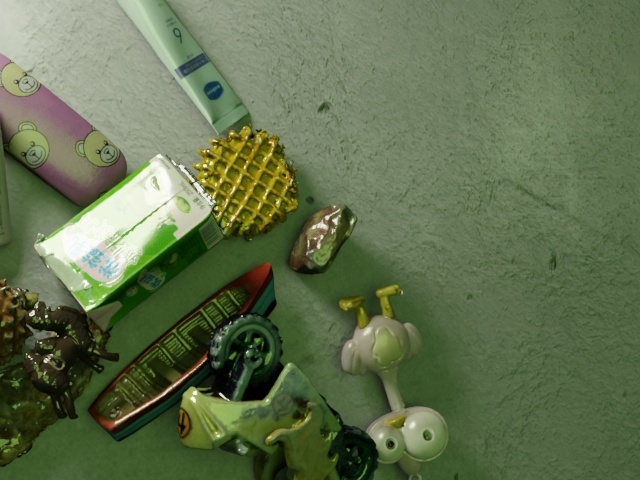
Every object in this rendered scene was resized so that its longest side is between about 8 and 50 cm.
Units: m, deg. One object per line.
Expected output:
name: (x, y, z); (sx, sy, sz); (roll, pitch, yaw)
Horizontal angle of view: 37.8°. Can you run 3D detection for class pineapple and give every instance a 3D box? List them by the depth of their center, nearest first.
pineapple: (-0.526, 0.126, 1.446); (0.193, 0.166, 0.166); (-25, 93, -20)

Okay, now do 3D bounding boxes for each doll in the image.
doll: (-0.402, 0.175, 1.446); (0.165, 0.057, 0.139); (50, 58, -22)
doll: (0.130, 0.269, 1.693); (0.160, 0.094, 0.365); (-15, 89, -17)

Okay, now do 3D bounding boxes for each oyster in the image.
oyster: (-0.446, 0.219, 1.514); (0.129, 0.078, 0.345); (43, 75, -2)

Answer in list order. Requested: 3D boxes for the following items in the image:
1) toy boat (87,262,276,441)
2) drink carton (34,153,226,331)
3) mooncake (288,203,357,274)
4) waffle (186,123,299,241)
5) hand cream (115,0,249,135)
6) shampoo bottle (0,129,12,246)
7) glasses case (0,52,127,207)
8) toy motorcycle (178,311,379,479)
toy boat: (-0.214, 0.185, 1.577); (0.392, 0.136, 0.079); (-40, 127, -22)
drink carton: (-0.305, -0.005, 1.520); (0.271, 0.108, 0.161); (-39, 68, -13)
mooncake: (0.000, 0.000, 1.657); (0.073, 0.125, 0.130); (32, 72, -9)
waffle: (-0.131, -0.101, 1.654); (0.197, 0.070, 0.193); (-28, 94, -22)
hand cream: (-0.250, -0.332, 1.638); (0.320, 0.067, 0.109); (54, 38, -9)
shampoo bottle: (-0.542, -0.100, 1.476); (0.086, 0.056, 0.227); (-11, 110, -32)
glasses case: (-0.464, -0.181, 1.540); (0.316, 0.076, 0.123); (39, 76, -11)
toy motorcycle: (-0.075, 0.316, 1.547); (0.237, 0.169, 0.410); (-45, 114, -13)
